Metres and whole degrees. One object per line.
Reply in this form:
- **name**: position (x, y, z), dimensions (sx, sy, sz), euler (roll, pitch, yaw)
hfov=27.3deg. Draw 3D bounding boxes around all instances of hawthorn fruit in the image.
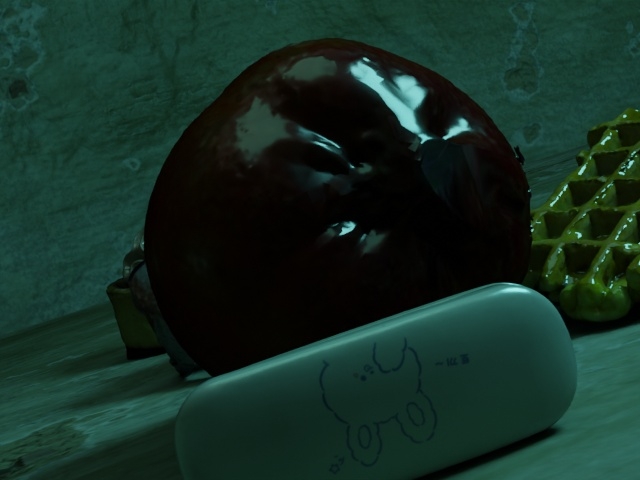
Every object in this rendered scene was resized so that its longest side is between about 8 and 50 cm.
- **hawthorn fruit**: position (-0.002, -0.003, 0.996), dimensions (0.311, 0.295, 0.295), euler (-22, 0, 36)

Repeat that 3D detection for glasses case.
- **glasses case**: position (0.032, 0.093, 0.745), dimensions (0.233, 0.092, 0.059), euler (-16, 2, -8)

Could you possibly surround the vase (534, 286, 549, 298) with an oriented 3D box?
- **vase**: position (0.257, 0.011, 1.150), dimensions (0.167, 0.059, 0.059), euler (-16, 4, 21)

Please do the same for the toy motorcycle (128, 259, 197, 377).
- **toy motorcycle**: position (-0.030, 0.047, 1.406), dimensions (0.319, 0.241, 0.182), euler (-22, -38, 13)

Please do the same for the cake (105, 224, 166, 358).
- **cake**: position (-0.194, 0.047, 1.740), dimensions (0.208, 0.178, 0.185), euler (-18, 4, 39)

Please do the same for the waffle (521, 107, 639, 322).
- **waffle**: position (0.285, -0.039, 1.083), dimensions (0.301, 0.058, 0.281), euler (-32, 27, -13)
